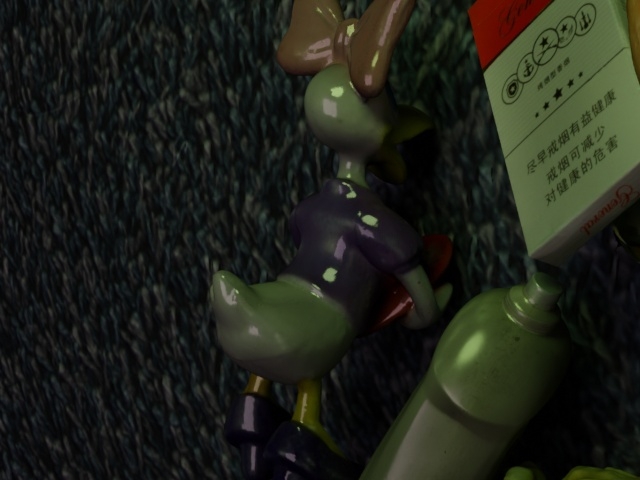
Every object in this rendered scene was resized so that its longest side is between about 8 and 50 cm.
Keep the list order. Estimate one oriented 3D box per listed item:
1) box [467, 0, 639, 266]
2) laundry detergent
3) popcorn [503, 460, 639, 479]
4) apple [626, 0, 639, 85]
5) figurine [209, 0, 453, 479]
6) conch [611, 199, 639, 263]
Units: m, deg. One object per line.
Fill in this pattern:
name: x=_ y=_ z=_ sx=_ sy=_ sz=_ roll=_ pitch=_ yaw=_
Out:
box: x=0.177 y=-0.117 z=1.103 sx=0.139 sy=0.035 sz=0.245 roll=-46 pitch=39 yaw=38
laundry detergent: x=0.113 y=0.126 z=1.154 sx=0.091 sy=0.181 sz=0.253 roll=33 pitch=121 yaw=12
popcorn: x=0.173 y=0.259 z=1.087 sx=0.216 sy=0.181 sz=0.235 roll=21 pitch=109 yaw=44
apple: x=0.308 y=-0.134 z=0.859 sx=0.286 sy=0.233 sz=0.286 roll=-19 pitch=63 yaw=43
figurine: x=0.002 y=0.006 z=1.239 sx=0.154 sy=0.193 sz=0.421 roll=17 pitch=88 yaw=52
conch: x=0.232 y=-0.049 z=1.086 sx=0.106 sy=0.079 sz=0.170 roll=-45 pitch=46 yaw=32
